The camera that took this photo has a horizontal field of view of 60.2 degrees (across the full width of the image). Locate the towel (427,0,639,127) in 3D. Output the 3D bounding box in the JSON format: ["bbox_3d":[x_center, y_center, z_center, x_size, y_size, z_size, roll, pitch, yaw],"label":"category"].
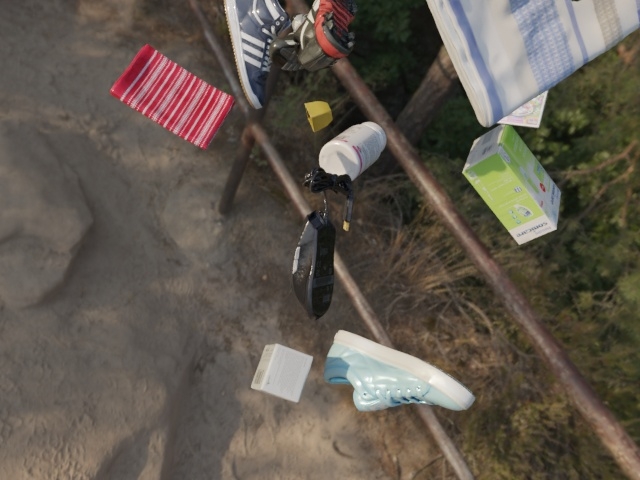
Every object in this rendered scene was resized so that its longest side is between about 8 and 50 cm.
[{"bbox_3d":[0.266,-0.281,0.619,0.209,0.285,0.034,56,2,-30],"label":"towel"}]

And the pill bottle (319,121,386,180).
[{"bbox_3d":[0.128,-0.333,2.037,0.160,0.160,0.283,36,41,10],"label":"pill bottle"}]

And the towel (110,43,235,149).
[{"bbox_3d":[-0.378,-0.376,1.438,0.275,0.031,0.198,30,58,-12],"label":"towel"}]

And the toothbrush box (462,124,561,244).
[{"bbox_3d":[0.552,-0.165,1.577,0.283,0.122,0.206,49,41,-14],"label":"toothbrush box"}]

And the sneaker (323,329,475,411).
[{"bbox_3d":[0.155,0.319,1.199,0.366,0.150,0.135,12,-19,47],"label":"sneaker"}]

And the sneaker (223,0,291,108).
[{"bbox_3d":[-0.139,-0.486,1.399,0.153,0.281,0.099,-11,14,4],"label":"sneaker"}]

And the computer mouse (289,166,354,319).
[{"bbox_3d":[0.000,0.000,0.981,0.060,0.261,0.184,6,9,24],"label":"computer mouse"}]

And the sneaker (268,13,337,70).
[{"bbox_3d":[-0.057,-0.475,1.297,0.229,0.086,0.132,-15,75,-50],"label":"sneaker"}]

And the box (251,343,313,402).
[{"bbox_3d":[-0.082,0.279,1.164,0.087,0.101,0.101,24,71,-13],"label":"box"}]

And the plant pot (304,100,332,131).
[{"bbox_3d":[-0.002,-0.466,2.044,0.083,0.081,0.081,-19,57,-2],"label":"plant pot"}]

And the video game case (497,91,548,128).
[{"bbox_3d":[0.370,-0.271,1.011,0.087,0.121,0.011,14,3,28],"label":"video game case"}]

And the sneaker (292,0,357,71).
[{"bbox_3d":[0.005,-0.452,1.172,0.098,0.135,0.275,36,41,-29],"label":"sneaker"}]
